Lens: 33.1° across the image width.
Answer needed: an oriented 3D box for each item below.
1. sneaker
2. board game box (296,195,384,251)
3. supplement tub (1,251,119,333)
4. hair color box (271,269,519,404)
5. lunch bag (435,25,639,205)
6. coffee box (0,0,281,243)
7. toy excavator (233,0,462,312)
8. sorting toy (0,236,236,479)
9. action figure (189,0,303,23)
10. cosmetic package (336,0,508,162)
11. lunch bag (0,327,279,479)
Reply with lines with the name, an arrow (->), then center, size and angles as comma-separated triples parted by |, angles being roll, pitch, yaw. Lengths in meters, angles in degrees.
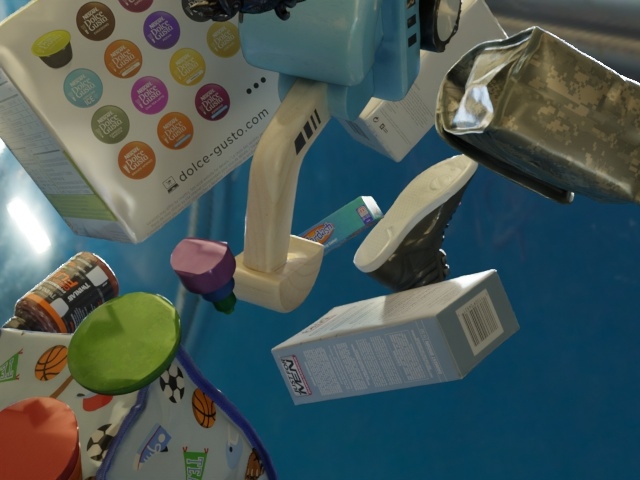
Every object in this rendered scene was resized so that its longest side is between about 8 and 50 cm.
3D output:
sneaker -> 0.200, -0.017, 1.948 | 0.295, 0.147, 0.105 | -48, -149, -10
board game box -> 0.000, 0.000, 1.779 | 0.210, 0.047, 0.160 | -32, 177, 8
supplement tub -> -0.441, 0.112, 1.817 | 0.106, 0.106, 0.198 | 6, -142, 40
hair color box -> 0.117, 0.165, 1.778 | 0.375, 0.113, 0.185 | -16, -171, 44
lunch bag -> 0.297, -0.157, 1.448 | 0.168, 0.235, 0.287 | -64, -168, -1
coffee box -> -0.282, -0.228, 1.559 | 0.338, 0.334, 0.338 | -41, -162, -18
toy excavator -> -0.009, -0.196, 1.283 | 0.222, 0.432, 0.445 | 17, -129, 21
sorting toy -> -0.205, 0.158, 1.156 | 0.127, 0.126, 0.365 | 21, -121, 35
action figure -> -0.038, -0.276, 0.964 | 0.164, 0.140, 0.276 | -14, -176, -14
cosmetic package -> 0.202, -0.370, 2.323 | 0.365, 0.155, 0.197 | -46, -144, -5
lunch bag -> -0.250, 0.307, 1.399 | 0.328, 0.385, 0.238 | 3, -125, 34
